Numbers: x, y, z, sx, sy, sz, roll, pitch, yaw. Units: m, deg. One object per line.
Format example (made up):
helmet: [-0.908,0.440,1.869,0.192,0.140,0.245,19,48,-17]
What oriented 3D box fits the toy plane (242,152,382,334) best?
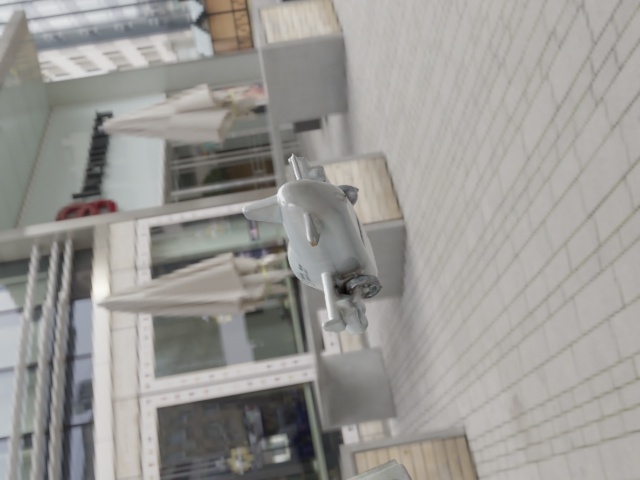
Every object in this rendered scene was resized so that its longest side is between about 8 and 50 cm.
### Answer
toy plane: [0.000,0.000,1.089,0.244,0.117,0.245,-19,-90,-81]

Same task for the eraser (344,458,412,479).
eraser: [0.102,0.350,0.864,0.279,0.081,0.124,-123,13,-61]
